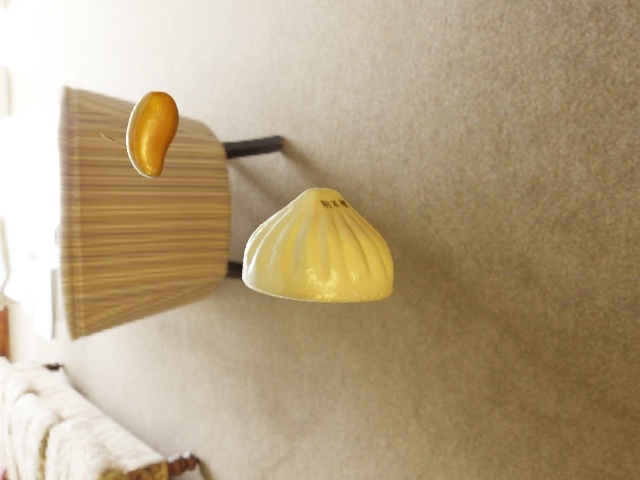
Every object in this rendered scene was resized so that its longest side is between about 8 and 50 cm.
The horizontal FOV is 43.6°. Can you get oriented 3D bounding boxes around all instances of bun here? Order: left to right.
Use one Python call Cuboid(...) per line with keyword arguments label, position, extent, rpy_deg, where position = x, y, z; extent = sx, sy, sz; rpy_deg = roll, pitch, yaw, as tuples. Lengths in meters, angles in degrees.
Cuboid(label="bun", position=(0.000, 0.000, 1.335), extent=(0.263, 0.263, 0.175), rpy_deg=(14, 103, 56))

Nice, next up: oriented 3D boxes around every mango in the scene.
Cuboid(label="mango", position=(-0.352, -0.222, 1.666), extent=(0.085, 0.102, 0.184), rpy_deg=(5, 82, 61))

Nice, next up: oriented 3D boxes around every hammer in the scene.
Cuboid(label="hammer", position=(-0.561, -0.271, 2.212), extent=(0.029, 0.123, 0.014), rpy_deg=(-35, 59, 18))
